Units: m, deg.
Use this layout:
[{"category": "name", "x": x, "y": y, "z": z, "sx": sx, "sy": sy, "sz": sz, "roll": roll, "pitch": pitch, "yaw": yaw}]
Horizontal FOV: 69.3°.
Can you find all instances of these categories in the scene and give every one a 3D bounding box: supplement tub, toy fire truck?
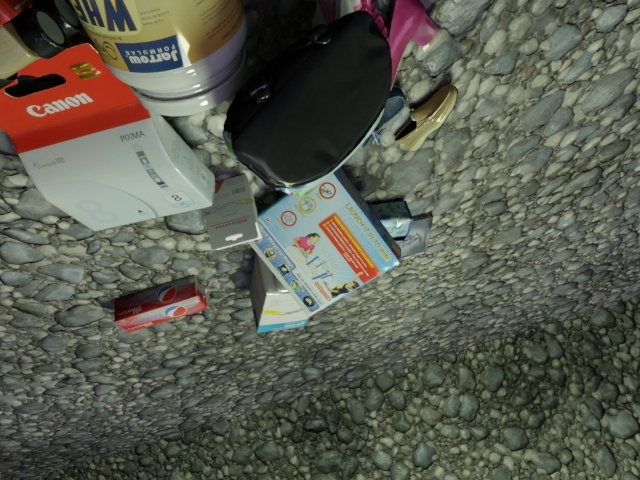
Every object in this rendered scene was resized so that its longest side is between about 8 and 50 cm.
[{"category": "supplement tub", "x": -0.232, "y": -0.358, "z": 0.643, "sx": 0.228, "sy": 0.229, "sz": 0.316, "roll": -15, "pitch": 145, "yaw": -2}, {"category": "toy fire truck", "x": -0.428, "y": -0.362, "z": 0.590, "sx": 0.158, "sy": 0.217, "sz": 0.246, "roll": -25, "pitch": 130, "yaw": 11}]

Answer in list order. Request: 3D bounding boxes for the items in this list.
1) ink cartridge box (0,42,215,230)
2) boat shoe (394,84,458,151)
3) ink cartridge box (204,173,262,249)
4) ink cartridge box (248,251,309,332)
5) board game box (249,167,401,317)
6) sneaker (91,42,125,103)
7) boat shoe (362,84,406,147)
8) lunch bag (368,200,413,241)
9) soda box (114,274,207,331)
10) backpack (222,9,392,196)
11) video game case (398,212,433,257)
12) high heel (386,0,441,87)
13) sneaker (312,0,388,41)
[{"category": "ink cartridge box", "x": -0.428, "y": -0.160, "z": 0.877, "sx": 0.307, "sy": 0.091, "sz": 0.385, "roll": -9, "pitch": 153, "yaw": 15}, {"category": "boat shoe", "x": 0.242, "y": -0.288, "z": 1.087, "sx": 0.072, "sy": 0.068, "sz": 0.190, "roll": 15, "pitch": 136, "yaw": -21}, {"category": "ink cartridge box", "x": -0.209, "y": -0.054, "z": 1.100, "sx": 0.115, "sy": 0.198, "sz": 0.067, "roll": -15, "pitch": 145, "yaw": -2}, {"category": "ink cartridge box", "x": -0.118, "y": 0.149, "z": 1.442, "sx": 0.168, "sy": 0.171, "sz": 0.233, "roll": -4, "pitch": 144, "yaw": -19}, {"category": "board game box", "x": 0.000, "y": 0.000, "z": 1.208, "sx": 0.301, "sy": 0.086, "sz": 0.308, "roll": -33, "pitch": 101, "yaw": 23}, {"category": "sneaker", "x": -0.370, "y": -0.259, "z": 0.854, "sx": 0.069, "sy": 0.082, "sz": 0.209, "roll": -12, "pitch": 147, "yaw": -10}, {"category": "boat shoe", "x": 0.087, "y": -0.244, "z": 1.056, "sx": 0.258, "sy": 0.089, "sz": 0.109, "roll": -34, "pitch": 142, "yaw": 23}, {"category": "lunch bag", "x": 0.194, "y": -0.035, "z": 1.380, "sx": 0.128, "sy": 0.096, "sz": 0.151, "roll": -5, "pitch": 144, "yaw": -9}, {"category": "soda box", "x": -0.492, "y": 0.196, "z": 1.429, "sx": 0.263, "sy": 0.084, "sz": 0.092, "roll": -18, "pitch": 145, "yaw": 1}, {"category": "backpack", "x": -0.043, "y": -0.211, "z": 0.820, "sx": 0.290, "sy": 0.355, "sz": 0.273, "roll": -48, "pitch": 123, "yaw": -8}, {"category": "video game case", "x": 0.227, "y": 0.007, "z": 1.520, "sx": 0.273, "sy": 0.026, "sz": 0.196, "roll": -14, "pitch": 145, "yaw": -3}, {"category": "high heel", "x": 0.115, "y": -0.364, "z": 0.919, "sx": 0.117, "sy": 0.082, "sz": 0.244, "roll": 26, "pitch": 133, "yaw": -31}, {"category": "sneaker", "x": 0.048, "y": -0.382, "z": 0.831, "sx": 0.111, "sy": 0.103, "sz": 0.252, "roll": 6, "pitch": 135, "yaw": 28}]
